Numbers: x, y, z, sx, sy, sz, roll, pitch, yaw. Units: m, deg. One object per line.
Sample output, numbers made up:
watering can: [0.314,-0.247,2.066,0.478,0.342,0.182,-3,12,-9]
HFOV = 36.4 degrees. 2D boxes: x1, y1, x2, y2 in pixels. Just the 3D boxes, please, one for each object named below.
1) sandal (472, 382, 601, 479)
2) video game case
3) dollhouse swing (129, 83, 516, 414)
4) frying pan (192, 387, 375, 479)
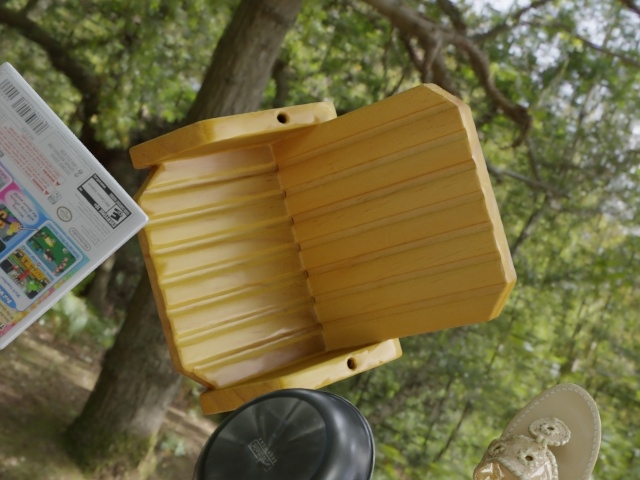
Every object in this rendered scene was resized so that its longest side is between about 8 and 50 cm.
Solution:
sandal: [0.171,0.225,0.867,0.088,0.240,0.079,39,-8,20]
video game case: [-0.230,-0.026,0.707,0.157,0.143,0.019,48,-11,-3]
dollhouse swing: [0.000,0.000,1.170,0.315,0.347,0.305,-14,0,-38]
frying pan: [-0.103,0.242,0.953,0.197,0.326,0.053,-101,166,-50]
